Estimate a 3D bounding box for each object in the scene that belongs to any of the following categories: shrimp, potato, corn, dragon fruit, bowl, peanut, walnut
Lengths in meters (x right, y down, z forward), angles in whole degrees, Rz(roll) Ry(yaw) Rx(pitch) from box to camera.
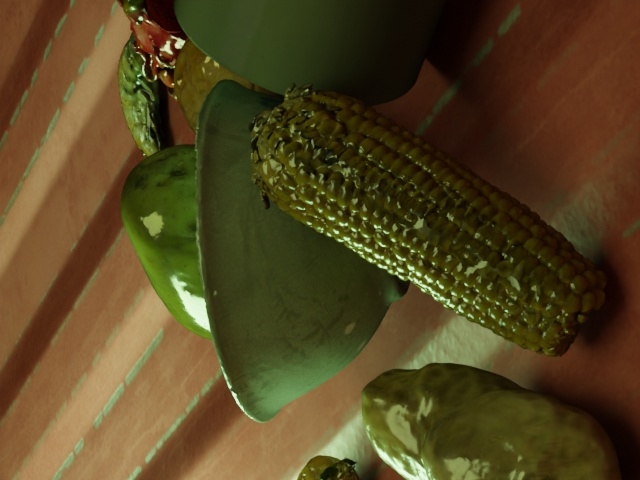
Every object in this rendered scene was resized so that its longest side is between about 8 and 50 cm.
[{"bbox_3d":[-0.166,-0.182,1.931,0.198,0.051,0.262,61,144,27],"label":"shrimp"},{"bbox_3d":[-0.111,0.003,1.703,0.197,0.148,0.228,37,158,50],"label":"potato"},{"bbox_3d":[0.080,-0.022,1.341,0.318,0.115,0.115,31,126,13],"label":"corn"},{"bbox_3d":[-0.147,-0.231,1.804,0.207,0.133,0.150,92,159,-44],"label":"dragon fruit"},{"bbox_3d":[0.000,0.000,1.516,0.313,0.146,0.313,-8,-90,-77],"label":"bowl"},{"bbox_3d":[0.130,0.164,1.351,0.253,0.137,0.122,26,98,58],"label":"peanut"},{"bbox_3d":[-0.075,-0.162,1.685,0.180,0.144,0.144,115,140,-49],"label":"walnut"}]

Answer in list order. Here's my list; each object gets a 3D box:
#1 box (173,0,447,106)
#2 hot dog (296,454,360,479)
[{"bbox_3d":[0.002,-0.238,1.452,0.226,0.226,0.149,57,137,42],"label":"box"},{"bbox_3d":[-0.008,0.309,1.666,0.104,0.076,0.250,-101,29,-54],"label":"hot dog"}]
